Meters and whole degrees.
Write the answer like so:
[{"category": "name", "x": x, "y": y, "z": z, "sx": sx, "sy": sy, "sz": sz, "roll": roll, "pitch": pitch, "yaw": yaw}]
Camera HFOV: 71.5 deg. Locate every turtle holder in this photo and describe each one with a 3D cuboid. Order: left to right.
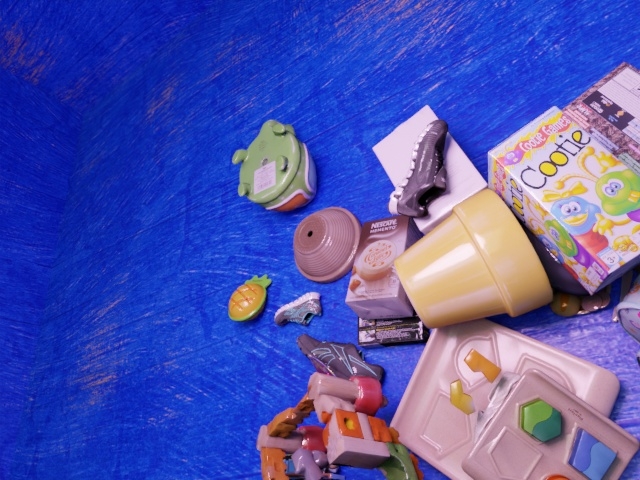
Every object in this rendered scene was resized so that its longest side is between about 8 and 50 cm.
[{"category": "turtle holder", "x": -0.138, "y": -0.232, "z": 1.436, "sx": 0.243, "sy": 0.227, "sz": 0.320, "roll": -46, "pitch": 49, "yaw": 13}]

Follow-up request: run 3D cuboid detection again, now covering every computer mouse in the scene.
[{"category": "computer mouse", "x": 0.440, "y": 0.004, "z": 0.900, "sx": 0.072, "sy": 0.188, "sz": 0.272, "roll": -24, "pitch": 53, "yaw": 4}]

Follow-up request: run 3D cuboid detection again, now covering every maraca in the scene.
[{"category": "maraca", "x": -0.223, "y": 0.179, "z": 1.405, "sx": 0.127, "sy": 0.099, "sz": 0.185, "roll": -4, "pitch": 42, "yaw": 28}]

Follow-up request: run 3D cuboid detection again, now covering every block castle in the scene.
[{"category": "block castle", "x": 0.050, "y": 0.507, "z": 0.846, "sx": 0.303, "sy": 0.213, "sz": 0.453, "roll": -52, "pitch": 32, "yaw": 26}]

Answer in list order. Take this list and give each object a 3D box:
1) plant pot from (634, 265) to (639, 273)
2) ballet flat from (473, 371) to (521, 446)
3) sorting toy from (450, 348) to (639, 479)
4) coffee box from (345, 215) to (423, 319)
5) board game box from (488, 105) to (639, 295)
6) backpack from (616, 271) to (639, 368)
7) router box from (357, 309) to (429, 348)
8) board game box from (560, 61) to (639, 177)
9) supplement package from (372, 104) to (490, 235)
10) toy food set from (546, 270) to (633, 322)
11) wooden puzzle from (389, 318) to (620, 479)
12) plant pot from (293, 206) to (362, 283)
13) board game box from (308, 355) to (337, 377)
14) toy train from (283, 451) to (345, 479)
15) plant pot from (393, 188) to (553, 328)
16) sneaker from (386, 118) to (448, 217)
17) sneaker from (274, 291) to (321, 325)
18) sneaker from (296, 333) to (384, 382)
[{"category": "plant pot", "x": 0.637, "y": 0.039, "z": 0.811, "sx": 0.081, "sy": 0.083, "sz": 0.081, "roll": -45, "pitch": 50, "yaw": 11}, {"category": "ballet flat", "x": 0.333, "y": 0.326, "z": 0.846, "sx": 0.168, "sy": 0.057, "sz": 0.052, "roll": -56, "pitch": 25, "yaw": -2}, {"category": "sorting toy", "x": 0.358, "y": 0.347, "z": 0.780, "sx": 0.307, "sy": 0.041, "sz": 0.229, "roll": 36, "pitch": 88, "yaw": 15}, {"category": "coffee box", "x": 0.164, "y": 0.065, "z": 1.111, "sx": 0.141, "sy": 0.098, "sz": 0.246, "roll": -11, "pitch": 47, "yaw": 33}, {"category": "board game box", "x": 0.435, "y": -0.068, "z": 0.766, "sx": 0.142, "sy": 0.144, "sz": 0.275, "roll": -35, "pitch": 61, "yaw": 5}, {"category": "backpack", "x": 0.606, "y": 0.152, "z": 0.691, "sx": 0.191, "sy": 0.225, "sz": 0.253, "roll": -52, "pitch": 44, "yaw": 0}, {"category": "router box", "x": 0.179, "y": 0.195, "z": 1.116, "sx": 0.179, "sy": 0.046, "sz": 0.133, "roll": -14, "pitch": 61, "yaw": 32}, {"category": "board game box", "x": 0.579, "y": -0.167, "z": 0.910, "sx": 0.291, "sy": 0.141, "sz": 0.232, "roll": -39, "pitch": 51, "yaw": 17}, {"category": "supplement package", "x": 0.291, "y": -0.152, "z": 1.102, "sx": 0.177, "sy": 0.175, "sz": 0.293, "roll": -36, "pitch": 53, "yaw": 21}, {"category": "toy food set", "x": 0.519, "y": 0.093, "z": 0.906, "sx": 0.192, "sy": 0.038, "sz": 0.132, "roll": 6, "pitch": 74, "yaw": 39}, {"category": "wooden puzzle", "x": 0.355, "y": 0.342, "z": 0.899, "sx": 0.348, "sy": 0.080, "sz": 0.322, "roll": 22, "pitch": 85, "yaw": 37}, {"category": "plant pot", "x": 0.000, "y": 0.000, "z": 1.303, "sx": 0.237, "sy": 0.110, "sz": 0.237, "roll": -16, "pitch": 62, "yaw": 32}, {"category": "board game box", "x": 0.017, "y": 0.359, "z": 1.087, "sx": 0.033, "sy": 0.168, "sz": 0.133, "roll": -40, "pitch": 37, "yaw": -22}, {"category": "toy train", "x": -0.028, "y": 0.575, "z": 1.083, "sx": 0.184, "sy": 0.080, "sz": 0.105, "roll": -19, "pitch": 54, "yaw": 30}, {"category": "plant pot", "x": 0.292, "y": 0.059, "z": 0.908, "sx": 0.239, "sy": 0.254, "sz": 0.254, "roll": -27, "pitch": 55, "yaw": 12}, {"category": "sneaker", "x": 0.241, "y": -0.149, "z": 0.973, "sx": 0.106, "sy": 0.078, "sz": 0.234, "roll": 27, "pitch": 92, "yaw": 39}, {"category": "sneaker", "x": -0.064, "y": 0.215, "z": 1.287, "sx": 0.166, "sy": 0.065, "sz": 0.076, "roll": -34, "pitch": 57, "yaw": 23}, {"category": "sneaker", "x": 0.048, "y": 0.310, "z": 1.150, "sx": 0.267, "sy": 0.101, "sz": 0.106, "roll": 30, "pitch": 72, "yaw": 38}]
